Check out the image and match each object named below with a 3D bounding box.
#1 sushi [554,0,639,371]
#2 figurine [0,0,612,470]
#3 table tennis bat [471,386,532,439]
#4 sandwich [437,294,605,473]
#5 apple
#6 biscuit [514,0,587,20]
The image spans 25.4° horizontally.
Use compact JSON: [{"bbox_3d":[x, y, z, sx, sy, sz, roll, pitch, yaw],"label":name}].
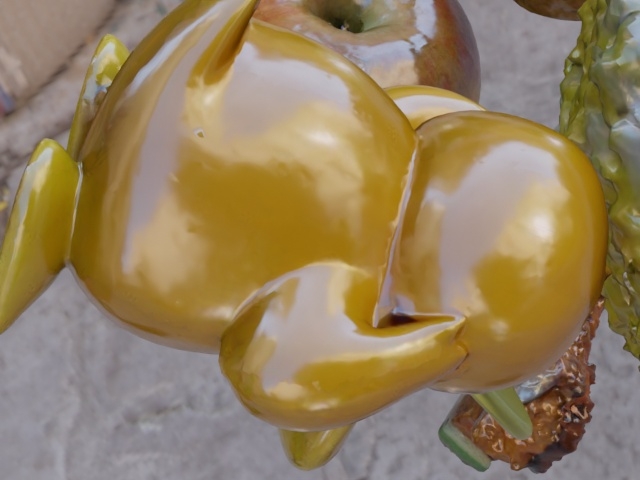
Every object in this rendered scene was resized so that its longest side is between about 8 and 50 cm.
[{"bbox_3d":[0.342,-0.066,0.860,0.396,0.240,0.351,2,85,3],"label":"sushi"},{"bbox_3d":[-0.005,-0.007,0.608,0.215,0.228,0.215,-46,19,20],"label":"figurine"},{"bbox_3d":[0.068,0.040,1.121,0.054,0.369,0.224,-38,48,6],"label":"table tennis bat"},{"bbox_3d":[0.189,0.122,1.444,0.250,0.162,0.301,-58,2,3],"label":"sandwich"},{"bbox_3d":[0.010,-0.144,1.386,0.301,0.301,0.301,-13,40,11],"label":"apple"},{"bbox_3d":[0.267,-0.317,1.309,0.314,0.063,0.367,-13,40,19],"label":"biscuit"}]
